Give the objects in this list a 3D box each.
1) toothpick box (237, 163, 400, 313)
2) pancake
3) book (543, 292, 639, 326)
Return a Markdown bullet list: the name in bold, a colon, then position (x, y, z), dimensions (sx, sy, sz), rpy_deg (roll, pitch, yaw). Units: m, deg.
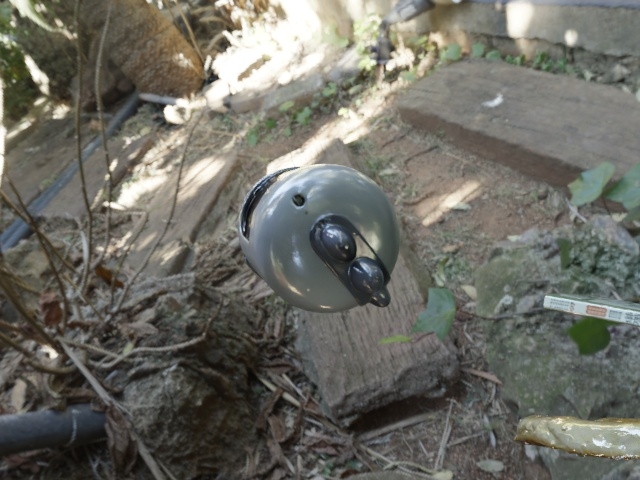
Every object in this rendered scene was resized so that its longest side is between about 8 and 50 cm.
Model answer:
- **toothpick box**: position (0.000, 0.000, 0.787), dimensions (0.229, 0.229, 0.316), rpy_deg (-31, 12, -9)
- **pancake**: position (0.430, 0.253, 0.695), dimensions (0.356, 0.356, 0.065), rpy_deg (-7, 66, 22)
- **book**: position (0.507, 0.117, 0.806), dimensions (0.264, 0.202, 0.027), rpy_deg (9, 91, 44)
